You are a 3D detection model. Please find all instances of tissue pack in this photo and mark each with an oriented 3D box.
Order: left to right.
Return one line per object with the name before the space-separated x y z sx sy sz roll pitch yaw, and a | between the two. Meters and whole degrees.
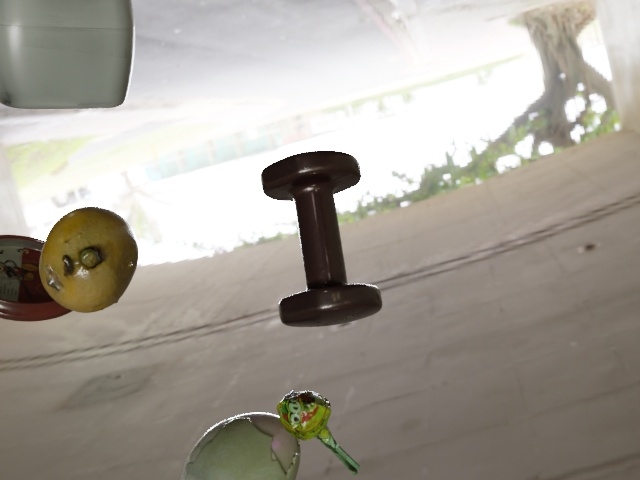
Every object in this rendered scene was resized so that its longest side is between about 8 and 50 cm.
tissue pack | -0.412 -0.334 1.327 0.230 0.235 0.333 -4 -163 -25

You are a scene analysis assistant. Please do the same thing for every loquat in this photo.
loquat | -0.371 0.030 1.383 0.149 0.172 0.204 23 175 -9

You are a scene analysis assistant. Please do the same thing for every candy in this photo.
candy | 0.010 0.307 1.348 0.077 0.262 0.073 18 -114 37

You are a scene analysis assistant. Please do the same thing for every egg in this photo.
egg | -0.130 0.394 1.503 0.217 0.183 0.183 -37 -161 -33

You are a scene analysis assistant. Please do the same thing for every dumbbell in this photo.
dumbbell | 0.000 0.000 1.150 0.140 0.225 0.124 -18 164 40

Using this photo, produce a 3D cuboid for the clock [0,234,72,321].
clock | -0.724 0.096 2.080 0.319 0.080 0.318 16 -152 -9
